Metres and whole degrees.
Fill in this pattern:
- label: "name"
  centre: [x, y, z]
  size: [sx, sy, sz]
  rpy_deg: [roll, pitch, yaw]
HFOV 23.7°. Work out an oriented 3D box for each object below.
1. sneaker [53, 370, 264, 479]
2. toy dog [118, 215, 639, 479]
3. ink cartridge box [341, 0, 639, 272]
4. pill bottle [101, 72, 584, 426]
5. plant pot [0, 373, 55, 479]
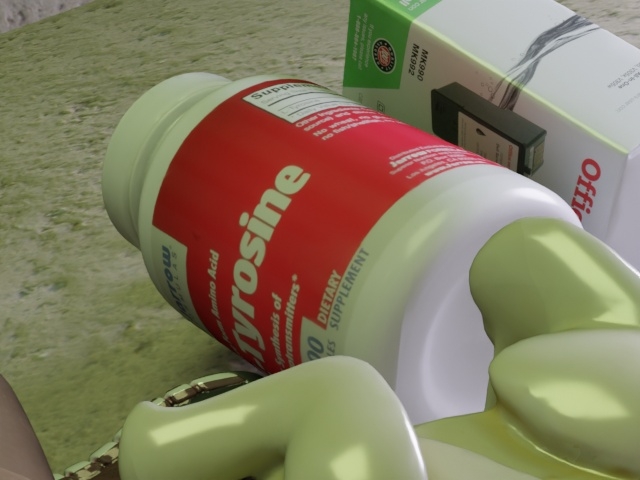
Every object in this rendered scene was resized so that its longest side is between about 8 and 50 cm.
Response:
- label: "sneaker"
  centre: [-0.120, 0.214, 1.109]
  size: [0.281, 0.106, 0.162]
  rpy_deg: [-30, 37, -16]
- label: "toy dog"
  centre: [0.050, 0.225, 0.713]
  size: [0.408, 0.284, 0.395]
  rpy_deg: [-20, 49, -42]
- label: "ink cartridge box"
  centre: [0.161, -0.091, 1.292]
  size: [0.289, 0.211, 0.121]
  rpy_deg: [36, 52, 28]
- label: "pill bottle"
  centre: [0.000, 0.000, 1.226]
  size: [0.229, 0.229, 0.407]
  rpy_deg: [-30, 37, -27]
- label: "plant pot"
  centre: [-0.258, 0.190, 0.967]
  size: [0.263, 0.263, 0.229]
  rpy_deg: [-17, 36, 0]
